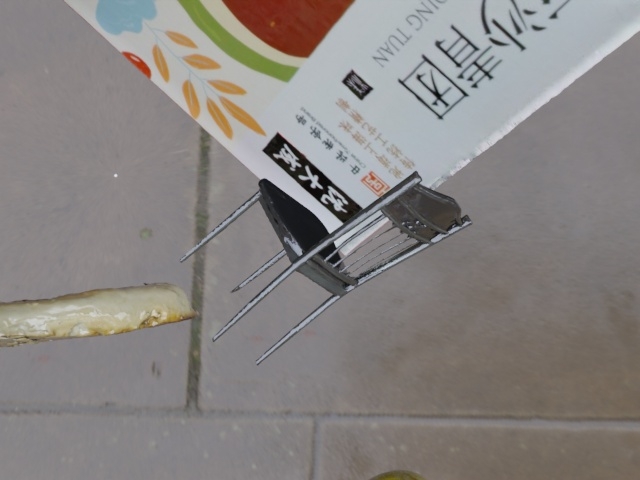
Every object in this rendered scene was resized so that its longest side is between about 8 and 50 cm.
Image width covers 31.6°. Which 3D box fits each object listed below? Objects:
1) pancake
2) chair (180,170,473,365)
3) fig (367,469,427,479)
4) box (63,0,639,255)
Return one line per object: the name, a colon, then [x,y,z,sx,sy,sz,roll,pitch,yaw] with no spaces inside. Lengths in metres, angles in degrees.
pancake: [-0.303,0.077,1.186,0.356,0.356,0.065,-3,90,-10]
chair: [0.000,-0.002,0.348,0.086,0.042,0.037,-34,142,17]
fig: [0.062,0.250,1.052,0.088,0.074,0.074,-6,95,28]
box: [-0.022,-0.213,0.644,0.385,0.344,0.122,43,57,-4]
